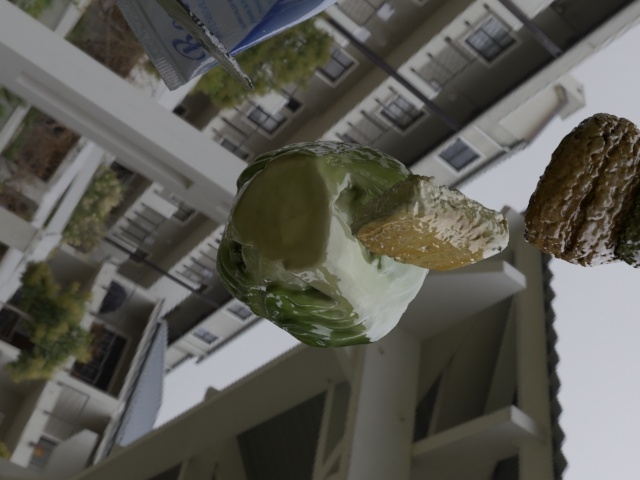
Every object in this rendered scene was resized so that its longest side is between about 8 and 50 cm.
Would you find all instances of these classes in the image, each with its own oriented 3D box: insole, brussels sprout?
[{"bbox_3d":[-0.183,-0.275,0.754,0.009,0.348,0.119,-48,-139,-3],"label":"insole"},{"bbox_3d":[0.005,-0.003,0.990,0.282,0.289,0.354,-62,161,-3],"label":"brussels sprout"}]

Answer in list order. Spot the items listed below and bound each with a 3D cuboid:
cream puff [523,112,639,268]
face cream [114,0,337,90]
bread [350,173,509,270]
[{"bbox_3d":[0.336,-0.033,0.784,0.169,0.183,0.183,32,-91,32],"label":"cream puff"},{"bbox_3d":[-0.094,-0.401,1.026,0.420,0.235,0.137,-23,-152,13],"label":"face cream"},{"bbox_3d":[0.069,-0.009,0.449,0.070,0.083,0.035,-33,-141,57],"label":"bread"}]
